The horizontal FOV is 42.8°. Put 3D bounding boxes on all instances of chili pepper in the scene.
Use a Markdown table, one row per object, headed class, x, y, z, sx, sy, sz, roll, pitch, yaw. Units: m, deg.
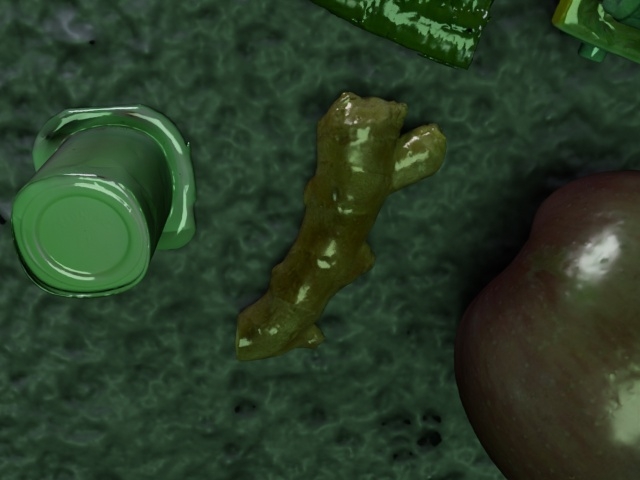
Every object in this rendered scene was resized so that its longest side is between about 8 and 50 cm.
| class | x | y | z | sx | sy | sz | roll | pitch | yaw |
| --- | --- | --- | --- | --- | --- | --- | --- | --- | --- |
| chili pepper | -0.024 | -0.233 | 0.666 | 0.359 | 0.076 | 0.085 | 16 | 92 | -14 |

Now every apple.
| class | x | y | z | sx | sy | sz | roll | pitch | yaw |
| --- | --- | --- | --- | --- | --- | --- | --- | --- | --- |
| apple | 0.248 | 0.092 | 0.706 | 0.235 | 0.306 | 0.305 | 37 | 108 | 10 |

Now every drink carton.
| class | x | y | z | sx | sy | sz | roll | pitch | yaw |
| --- | --- | --- | --- | --- | --- | --- | --- | --- | --- |
| drink carton | -0.190 | -0.031 | 0.705 | 0.146 | 0.142 | 0.144 | -3 | 112 | 1 |

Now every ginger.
| class | x | y | z | sx | sy | sz | roll | pitch | yaw |
| --- | --- | --- | --- | --- | --- | --- | --- | --- | --- |
| ginger | 0.000 | -0.001 | 0.768 | 0.118 | 0.065 | 0.299 | 28 | 111 | -9 |

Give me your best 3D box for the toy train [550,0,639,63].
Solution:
| class | x | y | z | sx | sy | sz | roll | pitch | yaw |
| --- | --- | --- | --- | --- | --- | --- | --- | --- | --- |
| toy train | 0.341 | -0.158 | 0.626 | 0.369 | 0.237 | 0.150 | 18 | 112 | -10 |
